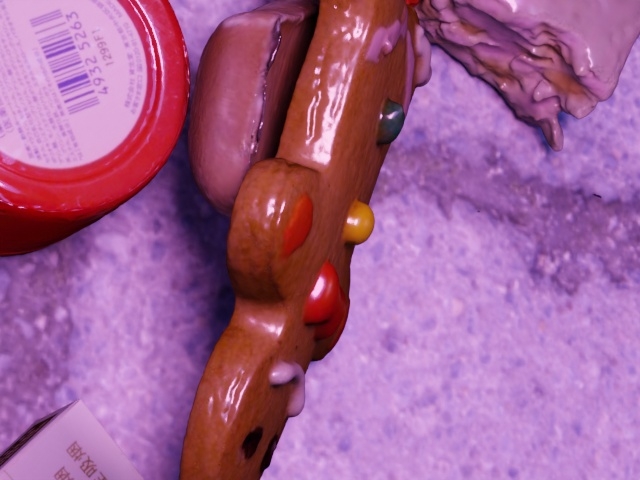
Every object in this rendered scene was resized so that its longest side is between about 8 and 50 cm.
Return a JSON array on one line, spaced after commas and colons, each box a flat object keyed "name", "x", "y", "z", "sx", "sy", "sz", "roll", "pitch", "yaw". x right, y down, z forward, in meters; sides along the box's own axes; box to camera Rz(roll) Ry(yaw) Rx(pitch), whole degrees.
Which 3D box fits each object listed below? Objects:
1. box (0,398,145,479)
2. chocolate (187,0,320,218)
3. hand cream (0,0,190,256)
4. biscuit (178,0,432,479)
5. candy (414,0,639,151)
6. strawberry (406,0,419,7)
[{"name": "box", "x": -0.203, "y": 0.238, "z": 1.234, "sx": 0.155, "sy": 0.067, "sz": 0.243, "roll": 53, "pitch": 46, "yaw": -6}, {"name": "chocolate", "x": -0.049, "y": -0.102, "z": 1.342, "sx": 0.083, "sy": 0.261, "sz": 0.161, "roll": 12, "pitch": 100, "yaw": 10}, {"name": "hand cream", "x": -0.212, "y": -0.107, "z": 1.292, "sx": 0.230, "sy": 0.149, "sz": 0.230, "roll": 7, "pitch": 76, "yaw": -29}, {"name": "biscuit", "x": 0.001, "y": 0.000, "z": 1.312, "sx": 0.064, "sy": 0.283, "sz": 0.432, "roll": 15, "pitch": 72, "yaw": 13}, {"name": "candy", "x": 0.187, "y": -0.211, "z": 1.531, "sx": 0.185, "sy": 0.137, "sz": 0.195, "roll": 36, "pitch": 63, "yaw": -16}, {"name": "strawberry", "x": 0.028, "y": -0.234, "z": 1.468, "sx": 0.145, "sy": 0.086, "sz": 0.145, "roll": 0, "pitch": 89, "yaw": 7}]
